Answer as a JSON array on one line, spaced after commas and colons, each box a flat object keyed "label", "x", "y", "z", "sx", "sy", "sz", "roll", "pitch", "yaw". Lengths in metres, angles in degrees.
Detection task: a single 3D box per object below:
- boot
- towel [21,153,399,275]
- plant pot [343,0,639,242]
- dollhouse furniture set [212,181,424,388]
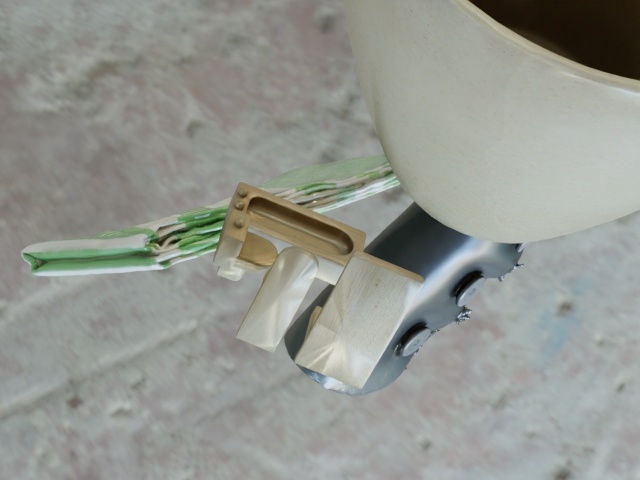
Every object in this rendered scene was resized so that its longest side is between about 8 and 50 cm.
[{"label": "boot", "x": 0.119, "y": -0.030, "z": 1.766, "sx": 0.445, "sy": 0.146, "sz": 0.367, "roll": -41, "pitch": 156, "yaw": 21}, {"label": "towel", "x": -0.086, "y": -0.028, "z": 1.685, "sx": 0.325, "sy": 0.248, "sz": 0.038, "roll": -20, "pitch": 98, "yaw": -35}, {"label": "plant pot", "x": 0.114, "y": -0.113, "z": 0.841, "sx": 0.257, "sy": 0.274, "sz": 0.256, "roll": 3, "pitch": 66, "yaw": -8}, {"label": "dollhouse furniture set", "x": 0.000, "y": 0.000, "z": 1.426, "sx": 0.144, "sy": 0.151, "sz": 0.123, "roll": 22, "pitch": 130, "yaw": -7}]
